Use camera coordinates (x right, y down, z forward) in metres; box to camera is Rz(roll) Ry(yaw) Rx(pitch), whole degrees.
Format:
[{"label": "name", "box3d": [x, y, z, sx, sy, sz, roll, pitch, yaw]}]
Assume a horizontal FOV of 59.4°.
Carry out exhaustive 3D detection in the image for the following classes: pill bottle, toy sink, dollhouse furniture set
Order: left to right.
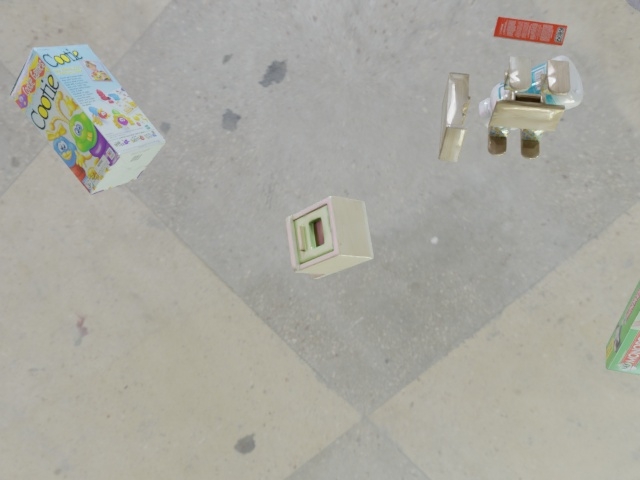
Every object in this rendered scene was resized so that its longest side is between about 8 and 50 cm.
[{"label": "toy sink", "box3d": [0.000, 0.000, 1.435, 0.234, 0.131, 0.152, -23, 69, 46]}, {"label": "dollhouse furniture set", "box3d": [0.383, -0.253, 1.190, 0.242, 0.161, 0.212, 7, 151, 6]}, {"label": "pill bottle", "box3d": [0.592, -0.407, 1.604, 0.264, 0.146, 0.146, -17, 108, 45]}]

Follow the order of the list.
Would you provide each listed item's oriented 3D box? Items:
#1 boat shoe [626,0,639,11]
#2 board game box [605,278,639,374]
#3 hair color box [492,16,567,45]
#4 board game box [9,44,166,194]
[{"label": "boat shoe", "box3d": [0.375, -0.250, 0.608, 0.035, 0.100, 0.035, -17, 147, -14]}, {"label": "board game box", "box3d": [0.514, 0.098, 0.710, 0.214, 0.046, 0.317, 9, 145, 18]}, {"label": "hair color box", "box3d": [0.443, -0.444, 1.195, 0.141, 0.072, 0.043, 12, 110, 10]}, {"label": "board game box", "box3d": [-0.494, -0.260, 1.195, 0.142, 0.144, 0.275, -40, 89, 33]}]
